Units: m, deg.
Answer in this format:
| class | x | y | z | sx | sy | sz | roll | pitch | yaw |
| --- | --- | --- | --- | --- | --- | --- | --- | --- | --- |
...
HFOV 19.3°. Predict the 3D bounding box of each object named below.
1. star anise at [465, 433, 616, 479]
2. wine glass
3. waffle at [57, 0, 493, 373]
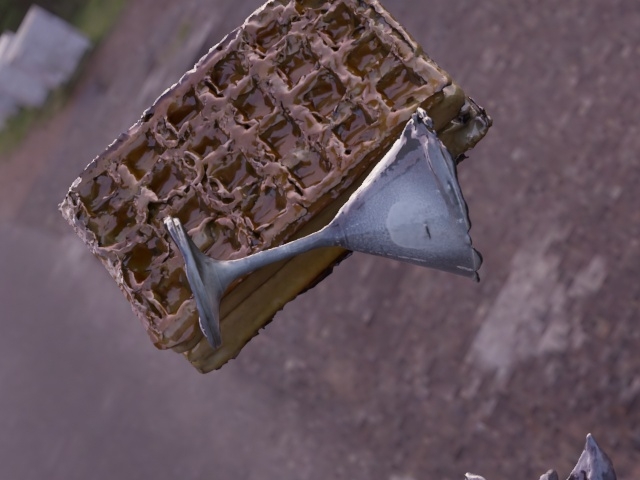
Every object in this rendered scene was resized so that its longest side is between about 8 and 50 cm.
| class | x | y | z | sx | sy | sz | roll | pitch | yaw |
| --- | --- | --- | --- | --- | --- | --- | --- | --- | --- |
| star anise | 0.223 | 0.286 | 1.636 | 0.129 | 0.283 | 0.212 | 103 | 175 | -67 |
| wine glass | 0.000 | 0.000 | 1.199 | 0.183 | 0.122 | 0.122 | -19 | 19 | -3 |
| waffle | -0.042 | -0.061 | 1.485 | 0.308 | 0.091 | 0.213 | -42 | 49 | 4 |
